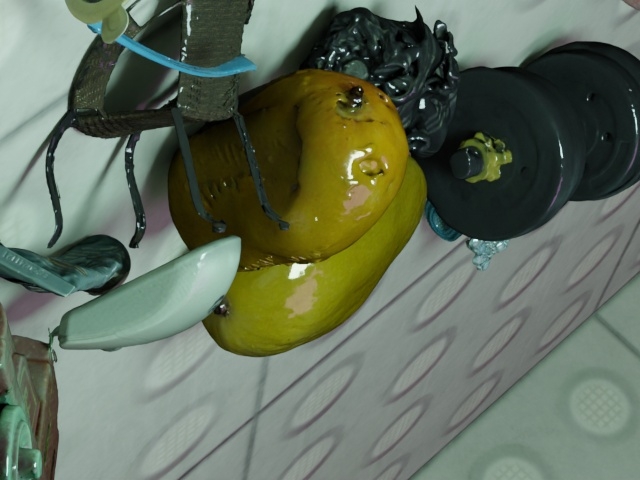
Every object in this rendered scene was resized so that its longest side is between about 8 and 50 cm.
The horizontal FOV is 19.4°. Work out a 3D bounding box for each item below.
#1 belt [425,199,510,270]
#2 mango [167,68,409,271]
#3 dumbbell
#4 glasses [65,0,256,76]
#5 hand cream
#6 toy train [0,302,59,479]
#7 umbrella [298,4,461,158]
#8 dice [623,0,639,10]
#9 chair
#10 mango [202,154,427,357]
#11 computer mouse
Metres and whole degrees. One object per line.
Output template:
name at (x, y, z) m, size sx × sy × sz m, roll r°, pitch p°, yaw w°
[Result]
belt at (0.176, -0.047, 2.191) m, size 0.065 × 0.100 × 0.179 m, roll -44°, pitch 161°, yaw -21°
mango at (-0.029, -0.047, 1.529) m, size 0.151 × 0.156 × 0.248 m, roll 25°, pitch 145°, yaw -35°
dumbbell at (0.241, -0.113, 2.041) m, size 0.388 × 0.185 × 0.185 m, roll -20°, pitch 149°, yaw -56°
glasses at (-0.070, -0.200, 1.259) m, size 0.189 × 0.088 × 0.220 m, roll -49°, pitch 161°, yaw 6°
hand cream at (-0.196, 0.017, 1.457) m, size 0.248 × 0.075 × 0.052 m, roll 15°, pitch 79°, yaw -82°
toy train at (-0.267, 0.138, 1.386) m, size 0.304 × 0.150 × 0.221 m, roll 90°, pitch 1°, yaw -56°
umbrella at (0.065, -0.120, 1.720) m, size 0.154 × 0.128 × 0.336 m, roll -48°, pitch 166°, yaw -2°
dice at (0.365, -0.312, 2.044) m, size 0.091 × 0.093 × 0.094 m, roll -35°, pitch 161°, yaw -34°
chair at (-0.113, -0.100, 1.402) m, size 0.174 × 0.149 × 0.213 m, roll 0°, pitch 90°, yaw -64°
mango at (0.001, -0.003, 1.818) m, size 0.331 × 0.142 × 0.195 m, roll -42°, pitch 169°, yaw -41°
computer mouse at (-0.137, 0.054, 1.497) m, size 0.181 × 0.056 × 0.089 m, roll -25°, pitch 175°, yaw 16°
